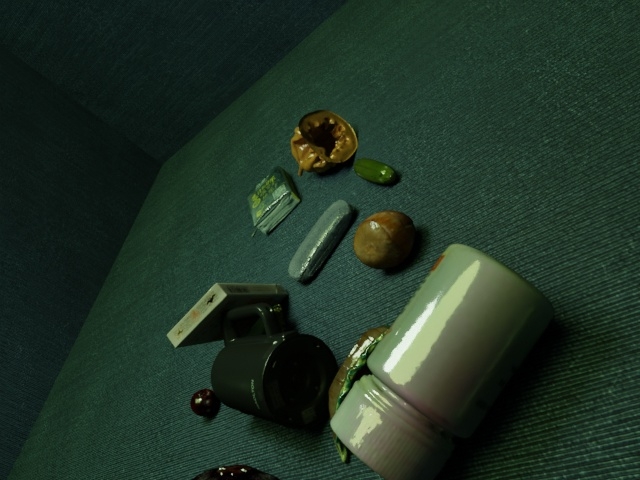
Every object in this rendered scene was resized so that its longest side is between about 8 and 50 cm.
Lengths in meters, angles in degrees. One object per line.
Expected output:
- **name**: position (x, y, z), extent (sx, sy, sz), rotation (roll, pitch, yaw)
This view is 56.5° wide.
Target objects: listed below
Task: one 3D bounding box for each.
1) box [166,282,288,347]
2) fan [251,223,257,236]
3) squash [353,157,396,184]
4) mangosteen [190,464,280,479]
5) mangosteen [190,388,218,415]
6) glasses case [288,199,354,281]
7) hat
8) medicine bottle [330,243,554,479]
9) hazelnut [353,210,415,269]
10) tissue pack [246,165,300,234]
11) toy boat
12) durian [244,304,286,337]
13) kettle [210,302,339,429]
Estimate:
- **box**: position (-0.244, 0.202, 1.654), extent (0.204, 0.365, 0.051), rotation (-46, 72, 13)
- **fan**: position (-0.235, -0.067, 2.281), extent (0.085, 0.005, 0.133), rotation (-16, 42, 48)
- **squash**: position (0.151, -0.210, 1.792), extent (0.066, 0.066, 0.252), rotation (-53, 26, -2)
- **mangosteen**: position (-0.167, 0.594, 1.144), extent (0.275, 0.275, 0.302), rotation (-10, 81, 53)
- **mangosteen**: position (-0.332, 0.468, 1.709), extent (0.081, 0.081, 0.081), rotation (-37, 30, 26)
- **glasses case**: position (0.000, 0.000, 1.769), extent (0.282, 0.067, 0.109), rotation (-54, 30, -8)
- **hat**: position (-0.020, -0.290, 2.076), extent (0.233, 0.233, 0.244), rotation (-50, 51, 44)
- **medicine bottle**: position (0.205, 0.216, 1.023), extent (0.388, 0.219, 0.219), rotation (-55, 27, -4)
- **hazelnut**: position (0.158, -0.009, 1.464), extent (0.150, 0.150, 0.150), rotation (-37, 30, 26)
- **tissue pack**: position (-0.180, -0.156, 2.218), extent (0.185, 0.081, 0.257), rotation (-43, 29, 11)
- **toy boat**: position (0.078, 0.306, 1.247), extent (0.099, 0.108, 0.293), rotation (22, 80, 29)
- **durian**: position (-0.159, 0.277, 1.655), extent (0.221, 0.095, 0.137), rotation (-45, -8, 17)
- **kettle**: position (-0.141, 0.304, 1.413), extent (0.308, 0.262, 0.203), rotation (-12, 32, 54)
